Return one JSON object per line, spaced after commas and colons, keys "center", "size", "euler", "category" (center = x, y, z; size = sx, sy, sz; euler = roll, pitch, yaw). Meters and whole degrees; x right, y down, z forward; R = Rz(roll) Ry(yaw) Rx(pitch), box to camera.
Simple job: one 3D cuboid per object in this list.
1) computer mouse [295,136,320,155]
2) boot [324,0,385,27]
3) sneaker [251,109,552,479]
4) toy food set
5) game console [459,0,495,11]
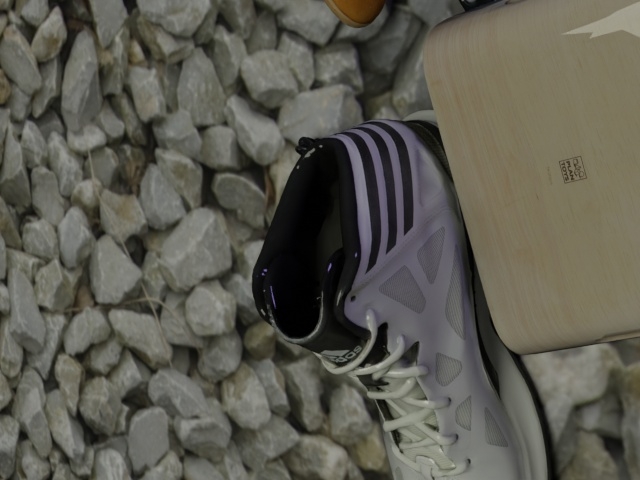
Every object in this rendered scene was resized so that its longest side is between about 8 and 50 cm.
{"center": [0.000, 0.000, 1.214], "size": [0.106, 0.042, 0.193], "euler": [26, 108, 31], "category": "computer mouse"}
{"center": [0.079, -0.345, 1.040], "size": [0.211, 0.104, 0.295], "euler": [-5, 95, 39], "category": "boot"}
{"center": [0.050, 0.118, 1.043], "size": [0.169, 0.257, 0.447], "euler": [-7, 93, 42], "category": "sneaker"}
{"center": [0.225, -0.065, 0.982], "size": [0.220, 0.092, 0.306], "euler": [-14, 94, 37], "category": "toy food set"}
{"center": [0.146, -0.244, 1.008], "size": [0.144, 0.085, 0.124], "euler": [-41, 71, 39], "category": "game console"}
